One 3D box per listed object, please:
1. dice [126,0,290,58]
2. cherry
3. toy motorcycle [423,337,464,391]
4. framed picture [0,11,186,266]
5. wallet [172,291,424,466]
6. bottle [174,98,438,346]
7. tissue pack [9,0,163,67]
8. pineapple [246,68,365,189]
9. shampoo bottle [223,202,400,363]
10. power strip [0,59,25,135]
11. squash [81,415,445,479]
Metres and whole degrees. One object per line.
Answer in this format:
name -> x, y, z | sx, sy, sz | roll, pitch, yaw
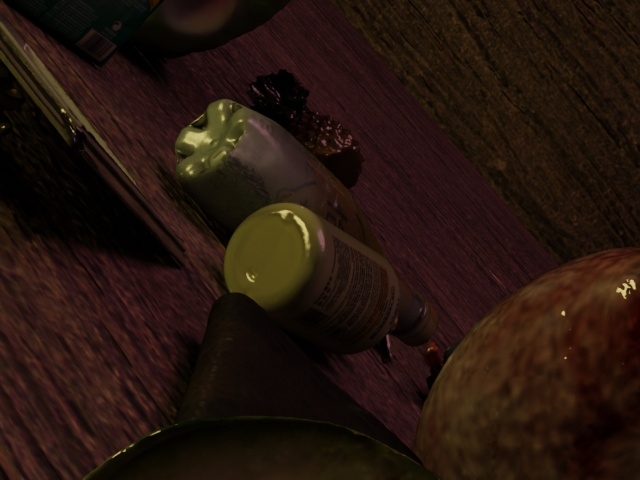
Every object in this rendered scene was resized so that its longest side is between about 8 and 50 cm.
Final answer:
dice -> -0.133, -0.371, 1.340 | 0.318, 0.322, 0.330 | 40, 15, -34
cherry -> 0.177, 0.125, 0.953 | 0.230, 0.300, 0.203 | 36, 43, 28
toy motorcycle -> 0.154, 0.153, 1.202 | 0.221, 0.102, 0.150 | 59, 1, 43
framed picture -> -0.157, -0.088, 0.909 | 0.197, 0.014, 0.252 | 51, -3, 15
wallet -> -0.009, 0.137, 0.783 | 0.170, 0.044, 0.321 | 44, 14, -10
bottle -> 0.000, 0.000, 1.184 | 0.269, 0.083, 0.083 | 43, 11, -36
tissue pack -> -0.183, -0.201, 1.182 | 0.111, 0.085, 0.079 | 34, 16, -45
pineapple -> -0.021, -0.105, 1.496 | 0.074, 0.074, 0.159 | 36, 12, -45
shampoo bottle -> 0.006, 0.033, 1.090 | 0.162, 0.079, 0.079 | 30, 20, -55
power strip -> -0.263, -0.163, 0.870 | 0.305, 0.044, 0.064 | 48, 11, 13
squash -> -0.018, 0.138, 0.490 | 0.170, 0.170, 0.123 | 48, -6, 4
